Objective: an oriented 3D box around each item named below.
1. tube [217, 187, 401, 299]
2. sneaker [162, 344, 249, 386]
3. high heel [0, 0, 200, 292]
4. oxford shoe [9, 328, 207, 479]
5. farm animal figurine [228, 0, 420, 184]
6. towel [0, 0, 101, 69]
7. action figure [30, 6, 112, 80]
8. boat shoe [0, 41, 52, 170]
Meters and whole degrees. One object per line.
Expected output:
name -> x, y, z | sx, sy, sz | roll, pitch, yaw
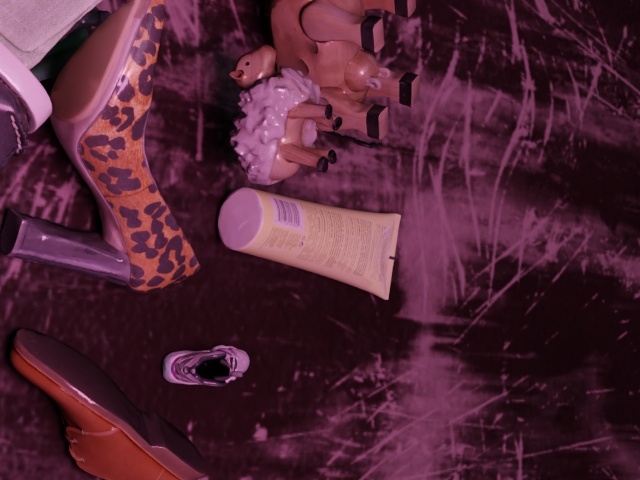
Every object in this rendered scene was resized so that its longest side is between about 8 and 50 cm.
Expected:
tube -> 0.000, 0.000, 1.384 | 0.240, 0.062, 0.070 | 13, 125, -47
sneaker -> -0.090, 0.120, 1.285 | 0.098, 0.069, 0.038 | -6, 94, -43
high heel -> -0.142, -0.078, 1.178 | 0.186, 0.093, 0.261 | 15, 111, -37
oxford shoe -> -0.196, 0.160, 1.192 | 0.076, 0.076, 0.212 | -41, 112, 10
farm animal figurine -> 0.008, -0.244, 1.306 | 0.330, 0.172, 0.327 | -31, 132, -54
towel -> -0.263, -0.324, 1.076 | 0.325, 0.038, 0.248 | 49, 67, -16
action figure -> -0.276, -0.162, 1.122 | 0.232, 0.063, 0.137 | -33, 115, -34
boat shoe -> -0.334, -0.159, 0.993 | 0.302, 0.114, 0.091 | 39, 63, -10
